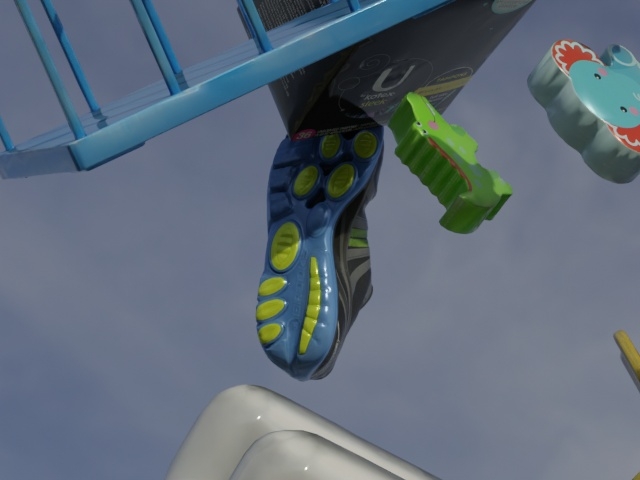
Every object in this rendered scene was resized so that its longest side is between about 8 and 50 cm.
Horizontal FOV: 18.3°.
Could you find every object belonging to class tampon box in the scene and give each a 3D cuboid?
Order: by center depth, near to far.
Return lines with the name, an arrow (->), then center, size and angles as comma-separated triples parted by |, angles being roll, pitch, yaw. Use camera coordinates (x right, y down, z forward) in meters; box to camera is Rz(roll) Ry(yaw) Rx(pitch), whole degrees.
tampon box -> 0.042, -0.150, 1.196 | 0.120, 0.101, 0.161 | -12, -22, -29

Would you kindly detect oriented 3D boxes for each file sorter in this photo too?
file sorter -> -0.055, -0.105, 0.770 | 0.104, 0.170, 0.118 | 66, -20, -9

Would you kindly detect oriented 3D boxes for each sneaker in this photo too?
sneaker -> 0.000, 0.000, 1.250 | 0.067, 0.188, 0.078 | 6, -22, 14

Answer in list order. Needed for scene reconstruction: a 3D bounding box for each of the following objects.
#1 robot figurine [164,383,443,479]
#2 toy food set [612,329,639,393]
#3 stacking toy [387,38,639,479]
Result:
robot figurine -> -0.061, 0.229, 0.677 | 0.200, 0.353, 0.300 | 29, -1, -12
toy food set -> 0.225, 0.104, 1.055 | 0.071, 0.218, 0.128 | -31, -72, 7
stacking toy -> 0.117, -0.016, 0.668 | 0.221, 0.052, 0.167 | 53, -48, 22
